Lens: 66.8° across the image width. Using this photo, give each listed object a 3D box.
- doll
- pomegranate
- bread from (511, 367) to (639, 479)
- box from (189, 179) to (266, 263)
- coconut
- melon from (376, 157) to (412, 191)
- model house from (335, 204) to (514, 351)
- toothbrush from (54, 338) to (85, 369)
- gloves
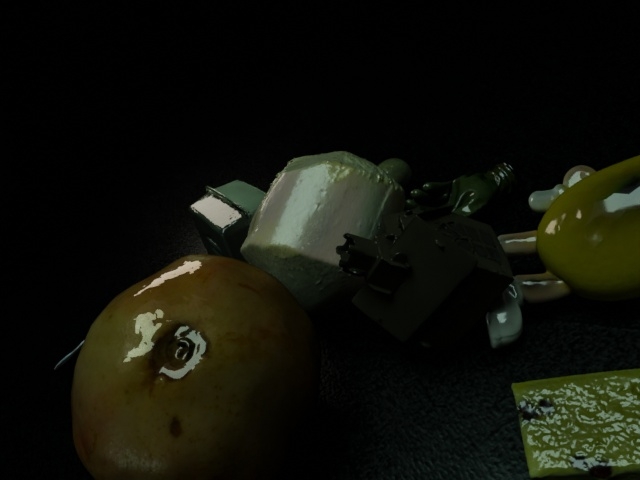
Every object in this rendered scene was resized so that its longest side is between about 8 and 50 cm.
[{"bbox_3d":[0.430,0.024,0.768,0.424,0.161,0.347,1,68,38],"label":"doll"},{"bbox_3d":[-0.194,0.235,0.802,0.412,0.411,0.411,-20,36,16],"label":"pomegranate"},{"bbox_3d":[0.428,0.220,0.579,0.362,0.077,0.138,-15,39,23],"label":"bread"},{"bbox_3d":[-0.201,-0.024,1.242,0.166,0.220,0.291,-30,32,-22],"label":"box"},{"bbox_3d":[0.000,0.000,0.971,0.298,0.297,0.309,8,70,43],"label":"coconut"},{"bbox_3d":[0.172,-0.147,1.212,0.130,0.098,0.098,-49,38,-15],"label":"melon"},{"bbox_3d":[0.140,0.030,0.808,0.204,0.244,0.211,-97,31,-49],"label":"model house"},{"bbox_3d":[-0.677,0.295,1.383,0.193,0.013,0.019,-47,31,-21],"label":"toothbrush"},{"bbox_3d":[0.299,-0.087,1.036,0.269,0.107,0.135,-18,41,-11],"label":"gloves"}]
